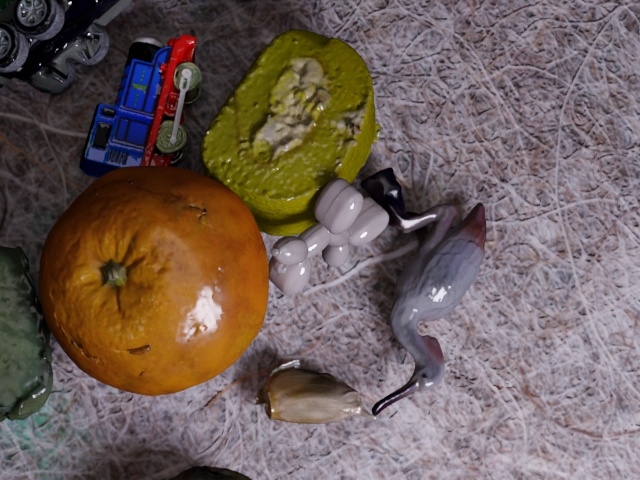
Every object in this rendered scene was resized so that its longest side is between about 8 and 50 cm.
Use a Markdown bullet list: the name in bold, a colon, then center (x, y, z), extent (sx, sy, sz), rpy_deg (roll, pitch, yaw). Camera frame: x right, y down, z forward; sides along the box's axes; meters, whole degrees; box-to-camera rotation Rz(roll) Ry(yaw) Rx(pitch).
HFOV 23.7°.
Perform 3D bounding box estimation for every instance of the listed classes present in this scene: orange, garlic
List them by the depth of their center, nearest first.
- **orange**: center (-0.202, 0.047, 1.856), extent (0.284, 0.226, 0.283), rpy_deg (-2, 82, 17)
- **garlic**: center (-0.007, 0.203, 1.924), extent (0.152, 0.066, 0.084), rpy_deg (6, 41, -2)

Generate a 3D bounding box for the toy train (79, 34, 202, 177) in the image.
- **toy train**: center (-0.230, -0.171, 1.989), extent (0.131, 0.083, 0.204), rpy_deg (14, 74, -2)

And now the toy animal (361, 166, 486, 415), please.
- **toy animal**: center (0.136, 0.061, 1.973), extent (0.195, 0.090, 0.324), rpy_deg (-9, 69, -2)

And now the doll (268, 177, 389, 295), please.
- **doll**: center (0.000, 0.000, 1.893), extent (0.059, 0.161, 0.160), rpy_deg (43, 97, 25)

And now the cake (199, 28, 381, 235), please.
- **cake**: center (-0.029, -0.138, 1.963), extent (0.179, 0.156, 0.260), rpy_deg (30, 73, 11)

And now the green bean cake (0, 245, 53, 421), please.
- **green bean cake**: center (-0.443, 0.128, 1.866), extent (0.227, 0.125, 0.222), rpy_deg (-10, 75, -11)

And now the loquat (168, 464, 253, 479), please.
- **loquat**: center (-0.148, 0.378, 1.816), extent (0.179, 0.179, 0.227), rpy_deg (34, 78, 2)

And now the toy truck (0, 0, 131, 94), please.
- **toy truck**: center (-0.331, -0.332, 1.934), extent (0.363, 0.176, 0.178), rpy_deg (-36, 75, 9)
